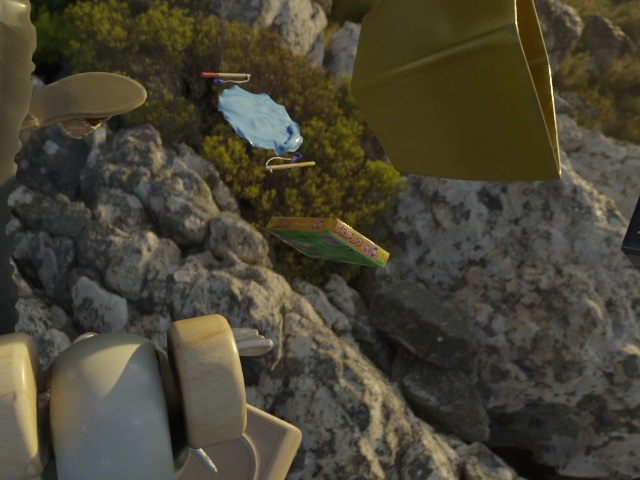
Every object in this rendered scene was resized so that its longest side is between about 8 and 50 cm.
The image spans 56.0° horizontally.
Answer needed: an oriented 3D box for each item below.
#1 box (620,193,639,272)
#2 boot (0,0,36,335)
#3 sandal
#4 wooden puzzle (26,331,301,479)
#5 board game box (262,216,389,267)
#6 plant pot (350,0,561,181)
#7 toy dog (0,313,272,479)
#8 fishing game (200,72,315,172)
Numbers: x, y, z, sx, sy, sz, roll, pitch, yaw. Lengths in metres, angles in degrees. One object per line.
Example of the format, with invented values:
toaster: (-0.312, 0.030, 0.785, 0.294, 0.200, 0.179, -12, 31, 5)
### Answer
box: (0.435, -0.096, 0.514, 0.077, 0.242, 0.307, 33, 76, -35)
boot: (-0.340, 0.039, 0.220, 0.146, 0.366, 0.445, 21, 23, 15)
sandal: (-0.389, -0.191, 0.918, 0.240, 0.079, 0.088, -22, 69, -34)
wooden puzzle: (-0.228, 0.328, 0.760, 0.348, 0.080, 0.322, 33, 72, -23)
board game box: (0.000, 0.000, 1.089, 0.124, 0.259, 0.039, 33, 74, -28)
plant pot: (0.154, -0.192, 0.694, 0.187, 0.212, 0.212, -11, 50, 28)
toy dog: (-0.148, 0.152, 0.451, 0.220, 0.333, 0.160, -7, 79, 0)
fishing game: (-0.122, -0.236, 1.199, 0.189, 0.041, 0.264, -20, 67, -50)
